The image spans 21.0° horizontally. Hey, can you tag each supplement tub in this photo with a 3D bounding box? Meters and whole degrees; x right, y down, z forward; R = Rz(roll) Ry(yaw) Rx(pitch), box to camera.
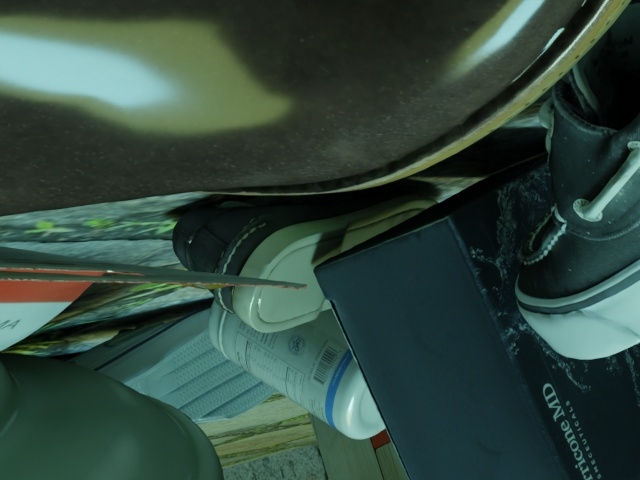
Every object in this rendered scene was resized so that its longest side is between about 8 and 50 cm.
[{"bbox_3d":[-0.002,0.057,0.961,0.107,0.071,0.071,31,-163,31],"label":"supplement tub"}]

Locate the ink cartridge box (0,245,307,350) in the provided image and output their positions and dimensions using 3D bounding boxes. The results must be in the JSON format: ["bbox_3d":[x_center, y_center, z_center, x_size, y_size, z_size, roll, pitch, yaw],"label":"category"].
[{"bbox_3d":[-0.152,0.023,0.521,0.232,0.066,0.189,11,-176,31],"label":"ink cartridge box"}]

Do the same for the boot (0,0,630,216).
[{"bbox_3d":[-0.076,-0.045,0.339,0.248,0.090,0.207,-16,173,38],"label":"boot"}]

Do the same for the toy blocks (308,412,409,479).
[{"bbox_3d":[0.141,0.125,1.226,0.381,0.261,0.190,-28,162,33],"label":"toy blocks"}]

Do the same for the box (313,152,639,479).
[{"bbox_3d":[0.102,0.048,0.839,0.093,0.156,0.158,-23,-177,42],"label":"box"}]

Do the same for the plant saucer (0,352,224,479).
[{"bbox_3d":[-0.252,0.136,0.884,0.400,0.100,0.400,-11,-161,4],"label":"plant saucer"}]

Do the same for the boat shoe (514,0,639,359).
[{"bbox_3d":[0.131,-0.042,0.639,0.108,0.102,0.301,-52,-176,-23],"label":"boat shoe"}]

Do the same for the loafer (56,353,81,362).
[{"bbox_3d":[-0.223,0.124,1.177,0.302,0.109,0.095,-13,156,-50],"label":"loafer"}]

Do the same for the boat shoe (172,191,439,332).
[{"bbox_3d":[0.000,0.000,0.882,0.065,0.075,0.206,30,-163,24],"label":"boat shoe"}]

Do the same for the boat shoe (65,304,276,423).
[{"bbox_3d":[-0.113,0.083,1.137,0.226,0.083,0.076,-21,-146,-32],"label":"boat shoe"}]
